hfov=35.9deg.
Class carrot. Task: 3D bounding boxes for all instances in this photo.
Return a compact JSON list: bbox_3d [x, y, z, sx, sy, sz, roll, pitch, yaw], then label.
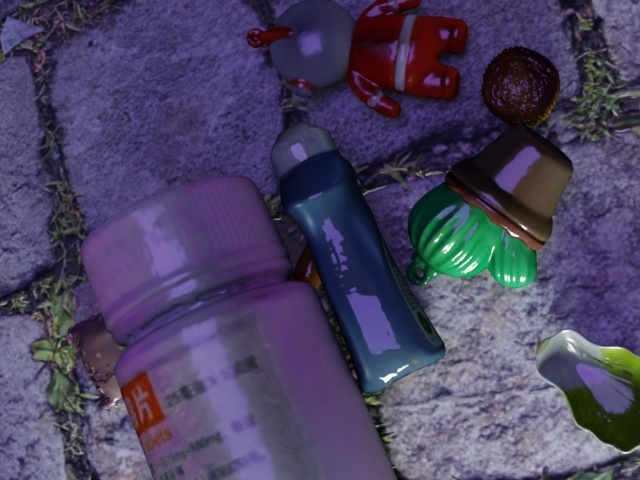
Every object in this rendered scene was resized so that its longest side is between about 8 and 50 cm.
[{"bbox_3d":[0.000,0.000,1.084,0.035,0.035,0.142,14,78,19],"label":"carrot"}]

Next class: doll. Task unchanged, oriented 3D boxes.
[{"bbox_3d":[0.036,-0.210,1.089,0.245,0.076,0.142,7,82,15],"label":"doll"}]

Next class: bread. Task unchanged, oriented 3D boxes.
[{"bbox_3d":[0.210,-0.162,1.035,0.085,0.053,0.085,-3,79,17],"label":"bread"}]

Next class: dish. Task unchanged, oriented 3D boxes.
[{"bbox_3d":[0.276,0.141,0.969,0.137,0.039,0.091,36,97,20],"label":"dish"}]

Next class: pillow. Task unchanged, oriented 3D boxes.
[{"bbox_3d":[-0.195,0.105,1.117,0.185,0.043,0.118,-32,76,6],"label":"pillow"}]

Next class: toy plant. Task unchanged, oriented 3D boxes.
[{"bbox_3d":[0.170,-0.018,1.002,0.143,0.105,0.200,36,112,2],"label":"toy plant"}]

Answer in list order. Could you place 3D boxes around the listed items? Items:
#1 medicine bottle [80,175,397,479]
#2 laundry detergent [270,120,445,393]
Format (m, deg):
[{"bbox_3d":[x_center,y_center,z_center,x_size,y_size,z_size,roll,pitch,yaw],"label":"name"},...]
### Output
[{"bbox_3d":[-0.079,0.149,0.968,0.219,0.219,0.388,-26,80,11],"label":"medicine bottle"},{"bbox_3d":[0.024,0.008,1.003,0.094,0.143,0.290,-29,79,11],"label":"laundry detergent"}]
